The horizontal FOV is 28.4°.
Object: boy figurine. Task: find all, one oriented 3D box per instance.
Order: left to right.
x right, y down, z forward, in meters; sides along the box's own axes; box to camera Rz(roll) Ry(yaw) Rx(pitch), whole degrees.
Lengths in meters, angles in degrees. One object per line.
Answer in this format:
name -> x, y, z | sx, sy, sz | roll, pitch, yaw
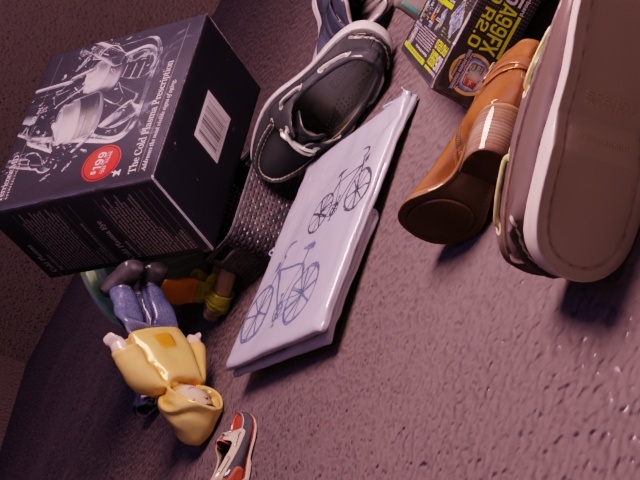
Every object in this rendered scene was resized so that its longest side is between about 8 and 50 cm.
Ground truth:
boy figurine -> -0.229, 0.162, 1.814 | 0.092, 0.177, 0.285 | -47, 53, 27

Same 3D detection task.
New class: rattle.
rattle -> -0.190, 0.020, 2.020 | 0.130, 0.142, 0.200 | 88, -170, -68

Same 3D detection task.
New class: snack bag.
snack bag -> 0.000, 0.000, 1.607 | 0.323, 0.037, 0.343 | -32, 34, 62

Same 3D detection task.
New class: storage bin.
storage bin -> -0.099, -0.044, 1.909 | 0.122, 0.084, 0.180 | -42, 27, 56

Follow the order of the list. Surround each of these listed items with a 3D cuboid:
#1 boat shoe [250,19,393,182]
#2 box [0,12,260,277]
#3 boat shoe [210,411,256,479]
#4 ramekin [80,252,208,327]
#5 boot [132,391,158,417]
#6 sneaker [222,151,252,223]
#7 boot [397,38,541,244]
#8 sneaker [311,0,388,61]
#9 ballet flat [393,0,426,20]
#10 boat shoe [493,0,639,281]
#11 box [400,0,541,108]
boat shoe -> -0.011, -0.176, 1.754 | 0.302, 0.114, 0.091 | -53, 15, 36
box -> -0.298, -0.143, 1.956 | 0.312, 0.179, 0.343 | -11, 48, 27
boat shoe -> -0.109, 0.259, 1.563 | 0.049, 0.043, 0.137 | -58, 16, 33
ramekin -> -0.322, -0.010, 2.233 | 0.303, 0.148, 0.303 | 35, 133, 47
boot -> -0.270, 0.232, 2.114 | 0.190, 0.069, 0.086 | 125, 156, -59
sneaker -> -0.203, -0.084, 2.254 | 0.292, 0.118, 0.110 | -39, 28, 55
boot -> 0.151, -0.090, 1.205 | 0.197, 0.073, 0.152 | -46, 17, 55
sneaker -> 0.045, -0.362, 1.875 | 0.163, 0.086, 0.226 | 117, 159, -52
ballet flat -> 0.131, -0.370, 1.665 | 0.072, 0.068, 0.213 | -51, 21, 42
boat shoe -> 0.212, -0.127, 0.955 | 0.096, 0.116, 0.324 | 5, 77, 70
box -> 0.174, -0.265, 1.342 | 0.216, 0.060, 0.270 | -63, 10, 13
